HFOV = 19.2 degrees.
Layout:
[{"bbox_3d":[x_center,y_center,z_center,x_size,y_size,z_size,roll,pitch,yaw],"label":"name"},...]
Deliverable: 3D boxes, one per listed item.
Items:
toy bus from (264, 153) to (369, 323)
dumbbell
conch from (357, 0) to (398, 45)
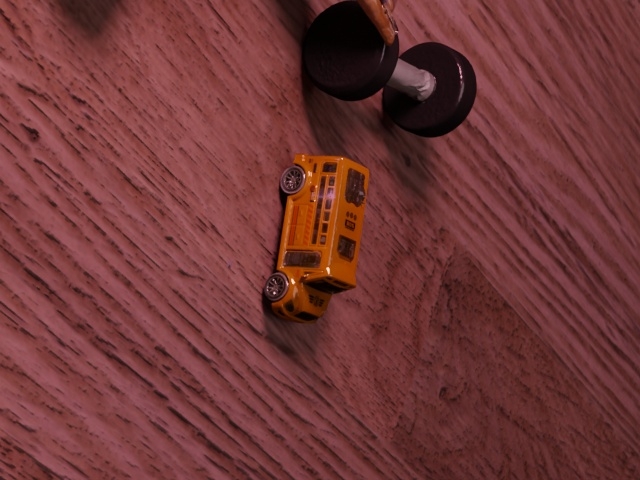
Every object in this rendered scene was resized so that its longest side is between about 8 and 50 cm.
[{"bbox_3d":[0.000,0.000,1.853,0.069,0.074,0.162,23,72,-55],"label":"toy bus"},{"bbox_3d":[0.072,-0.172,1.926,0.191,0.100,0.100,17,78,-54],"label":"dumbbell"},{"bbox_3d":[-0.024,-0.321,1.774,0.109,0.093,0.330,-91,157,-66],"label":"conch"}]
